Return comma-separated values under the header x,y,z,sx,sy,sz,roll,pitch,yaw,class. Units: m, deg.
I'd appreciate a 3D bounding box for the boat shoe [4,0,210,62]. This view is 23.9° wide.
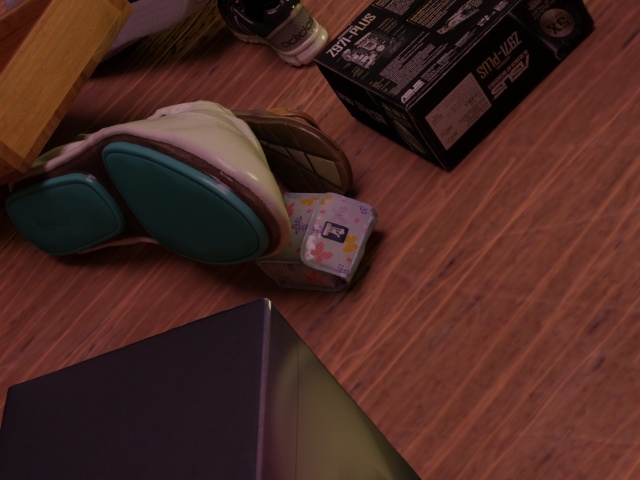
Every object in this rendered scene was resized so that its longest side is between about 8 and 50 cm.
x,y,z,sx,sy,sz,roll,pitch,yaw,class
-0.202,-0.256,1.586,0.335,0.121,0.119,0,25,46,boat shoe

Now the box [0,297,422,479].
x,y,z,sx,sy,sz,roll,pitch,yaw,class
-0.033,0.245,0.797,0.183,0.294,0.296,-21,42,21,box

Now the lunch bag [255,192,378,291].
x,y,z,sx,sy,sz,roll,pitch,yaw,class
0.000,0.000,1.208,0.083,0.053,0.071,5,62,37,lunch bag

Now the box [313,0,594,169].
x,y,z,sx,sy,sz,roll,pitch,yaw,class
0.110,-0.165,1.264,0.180,0.077,0.147,-45,39,-8,box

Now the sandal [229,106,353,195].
x,y,z,sx,sy,sz,roll,pitch,yaw,class
-0.027,-0.085,1.313,0.049,0.072,0.180,-31,29,-26,sandal

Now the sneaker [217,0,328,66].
x,y,z,sx,sy,sz,roll,pitch,yaw,class
-0.057,-0.227,1.459,0.063,0.075,0.170,-43,38,-5,sneaker

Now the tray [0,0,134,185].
x,y,z,sx,sy,sz,roll,pitch,yaw,class
-0.351,-0.122,1.499,0.411,0.076,0.202,-16,41,54,tray

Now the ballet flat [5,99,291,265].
x,y,z,sx,sy,sz,roll,pitch,yaw,class
-0.135,-0.060,1.289,0.400,0.139,0.139,-2,50,53,ballet flat
